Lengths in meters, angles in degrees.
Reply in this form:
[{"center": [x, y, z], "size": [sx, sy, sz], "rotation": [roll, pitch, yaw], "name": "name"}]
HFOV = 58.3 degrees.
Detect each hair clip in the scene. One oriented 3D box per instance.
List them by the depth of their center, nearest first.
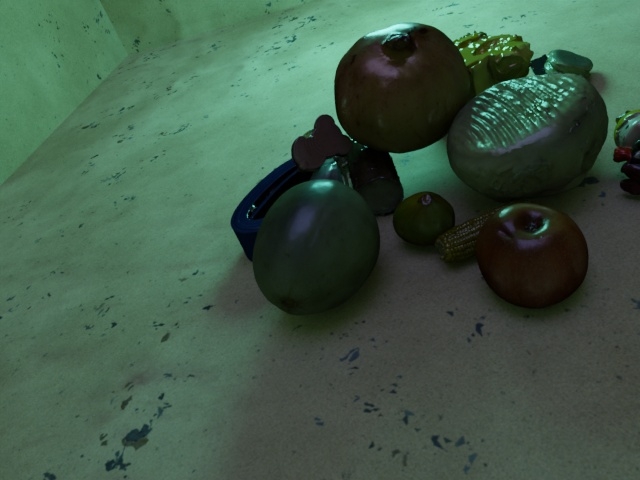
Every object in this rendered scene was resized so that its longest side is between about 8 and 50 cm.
[{"center": [-0.004, -0.240, 1.460], "size": [0.102, 0.123, 0.138], "rotation": [-26, 14, 43], "name": "hair clip"}]

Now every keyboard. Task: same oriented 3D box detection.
[{"center": [0.679, -0.511, 1.737], "size": [0.060, 0.018, 0.195], "rotation": [-17, 35, 18], "name": "keyboard"}]

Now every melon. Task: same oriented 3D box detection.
[{"center": [-0.009, 0.011, 1.211], "size": [0.308, 0.272, 0.272], "rotation": [-33, 37, -26], "name": "melon"}]

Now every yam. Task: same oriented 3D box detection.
[{"center": [0.133, -0.178, 1.495], "size": [0.131, 0.131, 0.280], "rotation": [-17, 35, 6], "name": "yam"}]

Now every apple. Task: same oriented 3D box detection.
[{"center": [0.389, 0.020, 1.066], "size": [0.201, 0.162, 0.201], "rotation": [-14, 34, 10], "name": "apple"}]

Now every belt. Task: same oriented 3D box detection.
[{"center": [-0.077, -0.093, 1.496], "size": [0.212, 0.117, 0.347], "rotation": [14, 49, 40], "name": "belt"}]

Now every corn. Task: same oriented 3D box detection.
[{"center": [0.353, -0.020, 1.210], "size": [0.238, 0.080, 0.080], "rotation": [-23, 35, -1], "name": "corn"}]

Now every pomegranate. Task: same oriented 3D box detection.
[{"center": [0.193, -0.383, 1.402], "size": [0.338, 0.338, 0.338], "rotation": [-14, 36, 11], "name": "pomegranate"}]

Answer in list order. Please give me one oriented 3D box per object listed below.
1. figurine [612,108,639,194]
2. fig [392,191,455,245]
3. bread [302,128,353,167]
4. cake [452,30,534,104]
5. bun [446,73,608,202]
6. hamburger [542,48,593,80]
[{"center": [0.693, -0.202, 1.248], "size": [0.185, 0.127, 0.234], "rotation": [-28, 45, 4], "name": "figurine"}, {"center": [0.233, -0.048, 1.281], "size": [0.136, 0.121, 0.153], "rotation": [-27, 10, -17], "name": "fig"}, {"center": [0.012, -0.264, 1.704], "size": [0.134, 0.081, 0.225], "rotation": [-40, 41, -16], "name": "bread"}, {"center": [0.442, -0.431, 1.574], "size": [0.222, 0.227, 0.286], "rotation": [-32, 37, -16], "name": "cake"}, {"center": [0.453, -0.218, 1.285], "size": [0.362, 0.234, 0.326], "rotation": [-40, 42, -21], "name": "bun"}, {"center": [0.708, -0.495, 1.640], "size": [0.133, 0.062, 0.140], "rotation": [17, 39, 9], "name": "hamburger"}]
